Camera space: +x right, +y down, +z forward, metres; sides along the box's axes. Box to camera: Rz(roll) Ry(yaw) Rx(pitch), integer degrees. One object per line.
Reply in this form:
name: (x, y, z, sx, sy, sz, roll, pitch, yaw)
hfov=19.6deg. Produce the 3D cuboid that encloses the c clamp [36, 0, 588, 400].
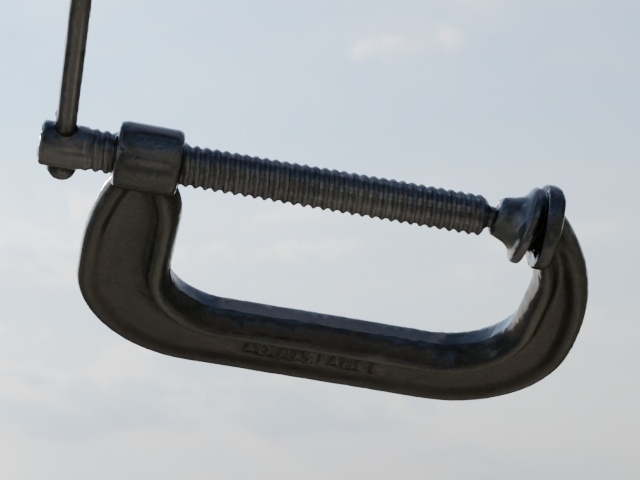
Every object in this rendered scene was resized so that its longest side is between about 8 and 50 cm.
c clamp: (0.000, 0.000, 0.485, 0.160, 0.022, 0.137, 13, -40, -11)
